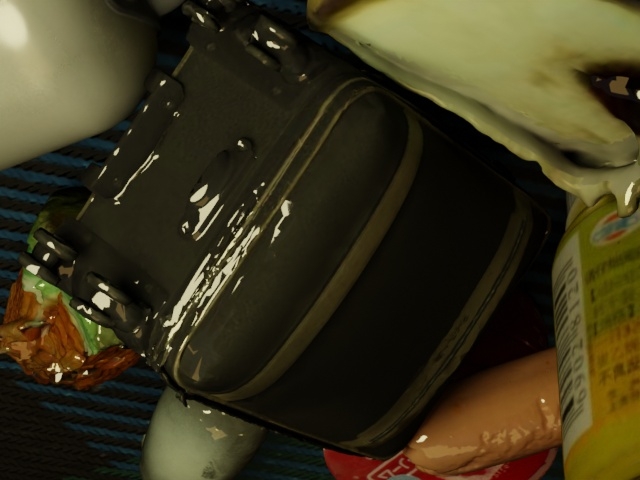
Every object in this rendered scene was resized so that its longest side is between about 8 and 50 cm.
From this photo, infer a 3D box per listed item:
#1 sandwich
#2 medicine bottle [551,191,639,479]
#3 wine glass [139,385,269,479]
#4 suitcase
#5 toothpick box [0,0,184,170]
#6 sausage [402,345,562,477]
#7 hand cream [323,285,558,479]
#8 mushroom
[{"bbox_3d":[-0.194,0.030,1.629,0.301,0.250,0.162,-34,86,47],"label":"sandwich"},{"bbox_3d":[0.291,0.051,1.439,0.224,0.384,0.224,1,140,1],"label":"medicine bottle"},{"bbox_3d":[-0.107,0.177,1.824,0.111,0.111,0.204,17,137,-17],"label":"wine glass"},{"bbox_3d":[0.000,0.000,1.409,0.283,0.194,0.434,-56,149,3],"label":"suitcase"},{"bbox_3d":[-0.254,-0.150,1.372,0.316,0.229,0.229,-17,137,20],"label":"toothpick box"},{"bbox_3d":[0.206,0.133,1.587,0.289,0.086,0.086,-18,139,-2],"label":"sausage"},{"bbox_3d":[0.111,0.139,1.743,0.230,0.149,0.230,2,138,2],"label":"hand cream"},{"bbox_3d":[0.176,-0.170,1.289,0.292,0.212,0.217,40,138,-19],"label":"mushroom"}]
